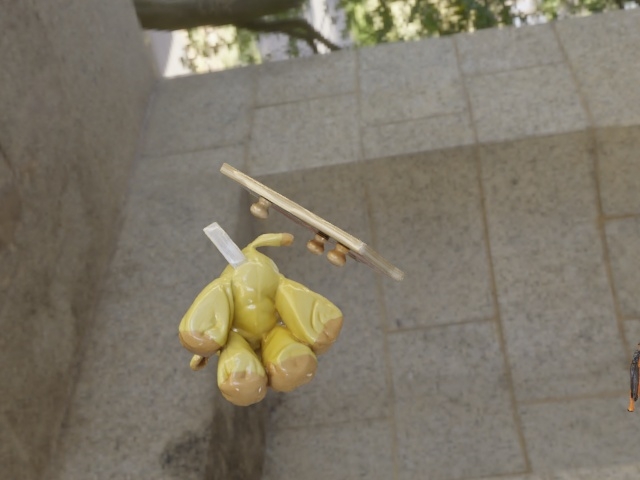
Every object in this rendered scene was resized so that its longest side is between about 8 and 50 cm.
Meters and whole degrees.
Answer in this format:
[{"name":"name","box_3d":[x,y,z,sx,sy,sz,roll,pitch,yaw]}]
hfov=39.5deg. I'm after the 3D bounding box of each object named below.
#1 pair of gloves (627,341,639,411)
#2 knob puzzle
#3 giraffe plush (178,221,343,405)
[{"name":"pair of gloves","box_3d":[0.378,0.163,1.070,0.083,0.010,0.074,-7,102,-65]},{"name":"knob puzzle","box_3d":[0.000,0.000,0.892,0.030,0.213,0.213,-59,170,-2]},{"name":"giraffe plush","box_3d":[-0.091,0.103,1.068,0.210,0.181,0.170,65,-23,19]}]
